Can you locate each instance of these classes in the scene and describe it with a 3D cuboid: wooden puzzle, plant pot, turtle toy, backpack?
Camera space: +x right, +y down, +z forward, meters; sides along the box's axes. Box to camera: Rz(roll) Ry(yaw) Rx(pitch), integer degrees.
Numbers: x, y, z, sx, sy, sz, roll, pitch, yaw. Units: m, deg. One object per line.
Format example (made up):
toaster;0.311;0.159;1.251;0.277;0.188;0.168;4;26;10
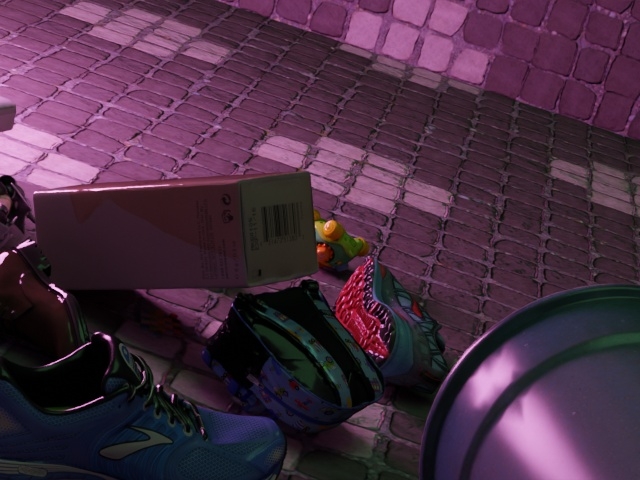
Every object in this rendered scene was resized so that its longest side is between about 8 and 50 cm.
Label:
wooden puzzle;-0.189;0.097;2.018;0.049;0.006;0.083;13;19;-14
plant pot;0.282;0.249;1.443;0.341;0.341;0.334;14;15;-12
turtle toy;0.000;0.000;2.382;0.130;0.066;0.095;30;-2;41
backpack;-0.023;0.141;1.871;0.173;0.117;0.158;46;29;21

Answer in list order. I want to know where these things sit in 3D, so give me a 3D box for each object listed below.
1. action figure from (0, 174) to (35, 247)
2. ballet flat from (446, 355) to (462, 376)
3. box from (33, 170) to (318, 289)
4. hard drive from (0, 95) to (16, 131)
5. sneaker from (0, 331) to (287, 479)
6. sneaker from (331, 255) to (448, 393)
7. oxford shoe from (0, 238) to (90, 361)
action figure;-0.467;-0.051;2.063;0.185;0.099;0.285;24;14;40
ballet flat;0.181;0.169;2.048;0.070;0.070;0.188;17;17;-3
box;-0.171;-0.009;1.975;0.311;0.121;0.148;-2;5;33
hard drive;-0.573;-0.167;2.107;0.233;0.047;0.353;19;16;21
sneaker;-0.174;0.171;1.594;0.330;0.147;0.130;8;21;-29
sneaker;0.090;0.116;2.127;0.125;0.104;0.262;30;18;-20
oxford shoe;-0.314;0.087;1.851;0.096;0.083;0.227;-19;36;-25
